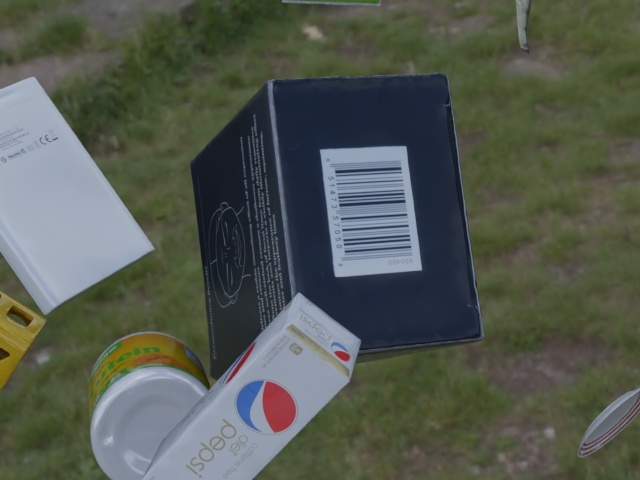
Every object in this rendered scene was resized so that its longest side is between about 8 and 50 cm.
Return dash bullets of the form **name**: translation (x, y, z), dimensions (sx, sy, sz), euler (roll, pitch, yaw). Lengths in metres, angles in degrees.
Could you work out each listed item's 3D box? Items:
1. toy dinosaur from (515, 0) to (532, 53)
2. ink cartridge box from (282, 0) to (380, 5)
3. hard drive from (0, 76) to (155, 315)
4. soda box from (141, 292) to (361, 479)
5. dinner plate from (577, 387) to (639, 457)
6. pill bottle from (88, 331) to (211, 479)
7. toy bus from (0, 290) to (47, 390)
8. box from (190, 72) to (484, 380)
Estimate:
- **toy dinosaur**: translation (0.215, -0.340, 1.453), dimensions (0.064, 0.118, 0.268), euler (-48, 21, 49)
- **ink cartridge box**: translation (0.024, -0.515, 2.015), dimensions (0.189, 0.255, 0.097), euler (-3, 33, -26)
- **hard drive**: translation (-0.451, -0.078, 2.015), dimensions (0.233, 0.353, 0.047), euler (-34, -2, -46)
- **soda box**: translation (-0.061, 0.149, 1.086), dimensions (0.216, 0.074, 0.069), euler (-48, 9, 25)
- **dinner plate**: translation (0.401, 0.244, 1.717), dimensions (0.141, 0.141, 0.017), euler (-28, 61, -30)
- **pill bottle**: translation (-0.190, 0.179, 1.396), dimensions (0.136, 0.136, 0.246), euler (-17, 12, -8)
- **toy bus**: translation (-0.431, 0.088, 1.507), dimensions (0.202, 0.104, 0.191), euler (9, 34, -49)
- **box**: translation (0.000, 0.000, 1.467), dimensions (0.212, 0.293, 0.395), euler (-4, -7, -19)
